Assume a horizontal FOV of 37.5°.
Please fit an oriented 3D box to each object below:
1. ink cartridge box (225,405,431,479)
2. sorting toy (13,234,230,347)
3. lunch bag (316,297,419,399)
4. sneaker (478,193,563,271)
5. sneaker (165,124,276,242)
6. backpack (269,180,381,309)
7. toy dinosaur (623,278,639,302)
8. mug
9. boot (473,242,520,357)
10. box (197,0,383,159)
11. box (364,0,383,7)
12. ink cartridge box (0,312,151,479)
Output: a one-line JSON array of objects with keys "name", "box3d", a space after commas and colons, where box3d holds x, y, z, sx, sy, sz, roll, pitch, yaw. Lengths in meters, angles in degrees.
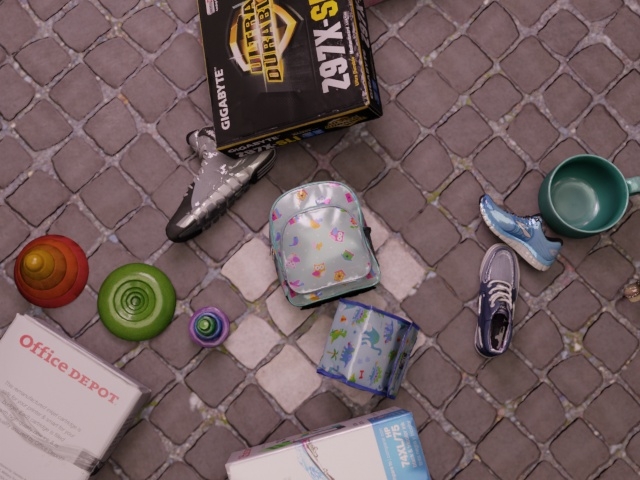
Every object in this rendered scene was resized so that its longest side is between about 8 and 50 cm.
[{"name": "ink cartridge box", "box3d": [0.018, 0.372, 1.358, 0.269, 0.198, 0.197, -15, 83, -5]}, {"name": "sorting toy", "box3d": [-0.318, 0.083, 1.469, 0.365, 0.126, 0.127, 20, 81, 1]}, {"name": "lunch bag", "box3d": [0.086, 0.174, 1.479, 0.151, 0.096, 0.129, 26, 82, -41]}, {"name": "sneaker", "box3d": [0.326, -0.026, 1.534, 0.162, 0.063, 0.073, 39, 107, -5]}, {"name": "sneaker", "box3d": [-0.191, -0.107, 1.531, 0.132, 0.086, 0.228, 45, 72, 9]}, {"name": "backpack", "box3d": [0.000, 0.000, 1.487, 0.165, 0.144, 0.189, -16, 80, 1]}, {"name": "toy dinosaur", "box3d": [0.626, 0.107, 1.500, 0.268, 0.064, 0.118, -1, 75, -5]}, {"name": "mug", "box3d": [0.434, -0.063, 1.534, 0.157, 0.097, 0.130, 21, 81, 0]}, {"name": "boot", "box3d": [0.290, 0.094, 1.511, 0.069, 0.086, 0.190, 7, 82, -1]}, {"name": "box", "box3d": [-0.056, -0.314, 1.461, 0.257, 0.079, 0.322, -13, 76, 19]}, {"name": "box", "box3d": [0.175, -0.521, 1.568, 0.299, 0.142, 0.154, -23, 83, -5]}, {"name": "ink cartridge box", "box3d": [-0.436, 0.299, 1.429, 0.223, 0.129, 0.308, 32, 82, 3]}]
